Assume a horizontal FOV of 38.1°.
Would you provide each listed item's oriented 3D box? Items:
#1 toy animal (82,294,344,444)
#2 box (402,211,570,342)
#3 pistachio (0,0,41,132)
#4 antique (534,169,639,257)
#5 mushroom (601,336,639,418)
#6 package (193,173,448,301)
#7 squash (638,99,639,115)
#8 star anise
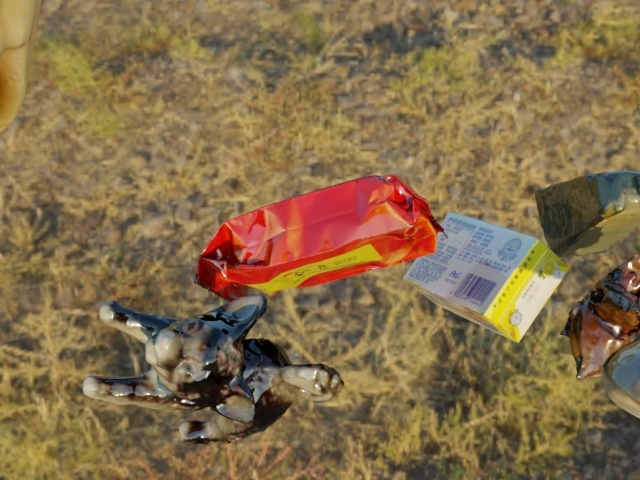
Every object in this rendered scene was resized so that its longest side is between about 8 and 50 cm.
[{"bbox_3d":[-0.147,0.196,1.435,0.303,0.344,0.194,-7,67,23],"label":"toy animal"},{"bbox_3d":[0.287,0.058,1.644,0.168,0.097,0.265,-54,29,-8],"label":"box"},{"bbox_3d":[-0.385,-0.191,0.663,0.446,0.365,0.281,-25,28,25],"label":"pistachio"},{"bbox_3d":[0.528,-0.066,1.764,0.125,0.150,0.284,-6,-10,-12],"label":"antique"},{"bbox_3d":[0.529,0.126,1.011,0.398,0.224,0.313,17,77,22],"label":"mushroom"},{"bbox_3d":[0.001,0.000,1.609,0.424,0.196,0.123,-18,67,16],"label":"package"},{"bbox_3d":[0.423,-0.097,1.077,0.090,0.200,0.075,-13,34,11],"label":"squash"},{"bbox_3d":[0.552,0.105,1.609,0.346,0.237,0.148,-30,81,-9],"label":"star anise"}]
